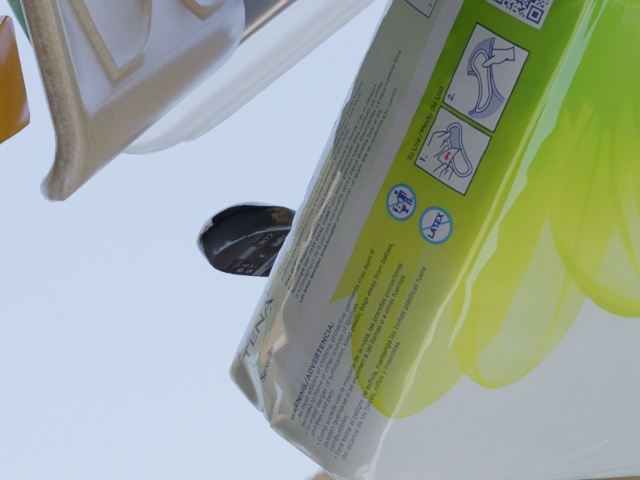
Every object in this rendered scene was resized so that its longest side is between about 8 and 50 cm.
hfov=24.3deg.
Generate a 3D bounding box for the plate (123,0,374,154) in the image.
[{"bbox_3d":[-0.041,-0.164,1.136,0.277,0.045,0.278,-39,-165,3],"label":"plate"}]

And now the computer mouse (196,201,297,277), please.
[{"bbox_3d":[0.000,0.000,1.144,0.071,0.242,0.041,-40,-121,32],"label":"computer mouse"}]

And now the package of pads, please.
[{"bbox_3d":[0.123,-0.007,0.634,0.101,0.297,0.229,41,-64,41],"label":"package of pads"}]

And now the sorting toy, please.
[{"bbox_3d":[-0.093,-0.134,0.495,0.041,0.229,0.307,-3,-161,13],"label":"sorting toy"}]
